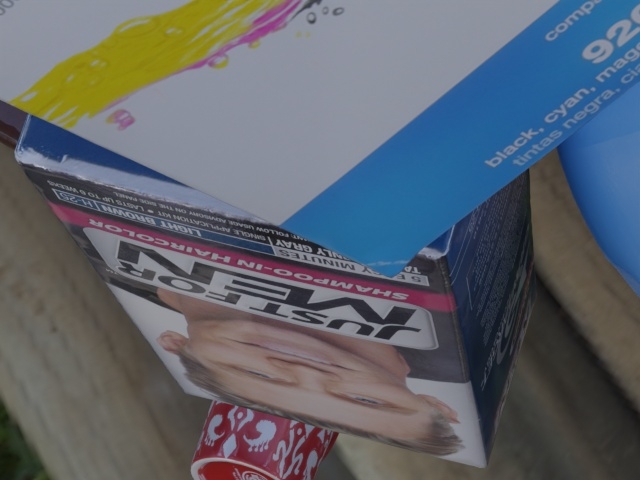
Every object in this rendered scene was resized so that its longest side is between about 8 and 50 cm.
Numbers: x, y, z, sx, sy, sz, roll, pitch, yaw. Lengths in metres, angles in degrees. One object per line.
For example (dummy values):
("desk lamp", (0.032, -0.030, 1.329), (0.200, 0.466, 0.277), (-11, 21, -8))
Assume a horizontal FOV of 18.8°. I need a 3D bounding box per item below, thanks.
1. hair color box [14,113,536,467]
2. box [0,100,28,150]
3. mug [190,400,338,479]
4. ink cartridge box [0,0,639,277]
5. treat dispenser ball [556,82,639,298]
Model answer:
("hair color box", (0.000, 0.000, 0.870), (0.173, 0.347, 0.105), (13, 73, 12))
("box", (-0.190, -0.137, 1.138), (0.381, 0.191, 0.143), (30, 90, 24))
("mug", (-0.018, 0.131, 1.519), (0.150, 0.169, 0.113), (40, 144, -28))
("ink cartridge box", (-0.021, -0.132, 0.455), (0.168, 0.232, 0.171), (-39, 53, 23))
("treat dispenser ball", (0.230, -0.073, 0.741), (0.288, 0.288, 0.288), (1, 94, 14))
